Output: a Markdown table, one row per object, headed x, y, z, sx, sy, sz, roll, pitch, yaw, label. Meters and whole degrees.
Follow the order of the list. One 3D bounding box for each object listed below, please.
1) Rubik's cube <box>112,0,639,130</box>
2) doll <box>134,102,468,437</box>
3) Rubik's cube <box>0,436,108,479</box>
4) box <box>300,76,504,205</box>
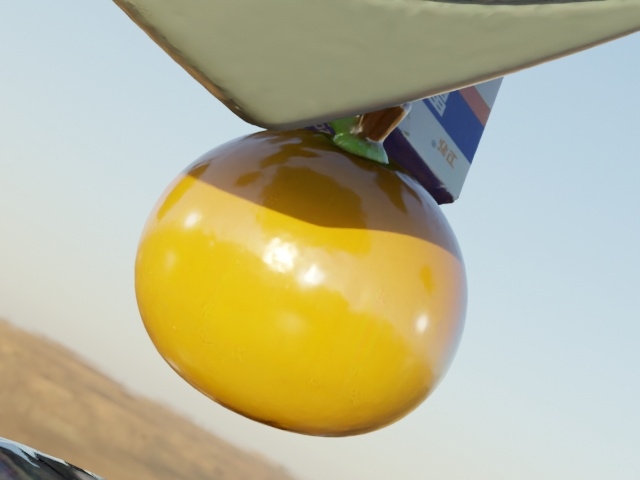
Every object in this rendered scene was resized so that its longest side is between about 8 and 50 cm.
| x | y | z | sx | sy | sz | roll | pitch | yaw | label |
| --- | --- | --- | --- | --- | --- | --- | --- | --- | --- |
| 0.033 | -0.300 | 0.857 | 0.351 | 0.347 | 0.352 | -16 | -39 | 19 | Rubik's cube |
| 0.000 | 0.000 | 1.123 | 0.213 | 0.236 | 0.213 | 20 | 15 | -5 | doll |
| -0.018 | 0.268 | 0.470 | 0.305 | 0.307 | 0.310 | 34 | -3 | 32 | Rubik's cube |
| 0.057 | -0.196 | 1.374 | 0.106 | 0.299 | 0.200 | -9 | -45 | 38 | box |
